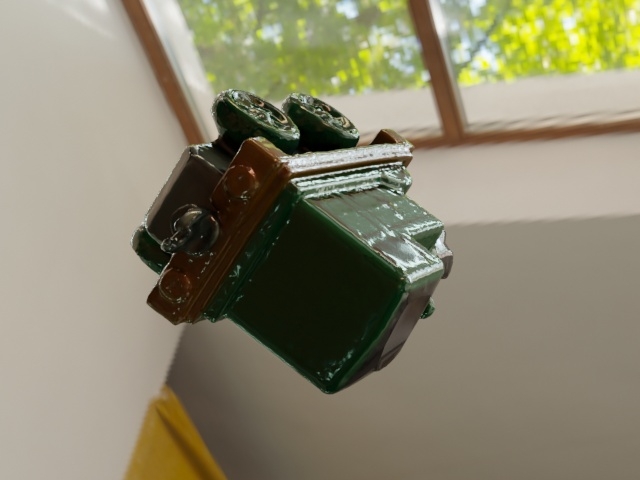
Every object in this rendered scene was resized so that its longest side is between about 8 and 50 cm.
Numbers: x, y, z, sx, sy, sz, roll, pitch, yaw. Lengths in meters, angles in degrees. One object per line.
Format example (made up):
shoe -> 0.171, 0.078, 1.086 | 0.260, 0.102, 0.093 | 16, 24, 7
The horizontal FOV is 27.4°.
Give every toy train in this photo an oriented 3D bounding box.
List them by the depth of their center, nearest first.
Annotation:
toy train -> 0.000, 0.000, 0.621 | 0.136, 0.228, 0.091 | 39, -72, 16
